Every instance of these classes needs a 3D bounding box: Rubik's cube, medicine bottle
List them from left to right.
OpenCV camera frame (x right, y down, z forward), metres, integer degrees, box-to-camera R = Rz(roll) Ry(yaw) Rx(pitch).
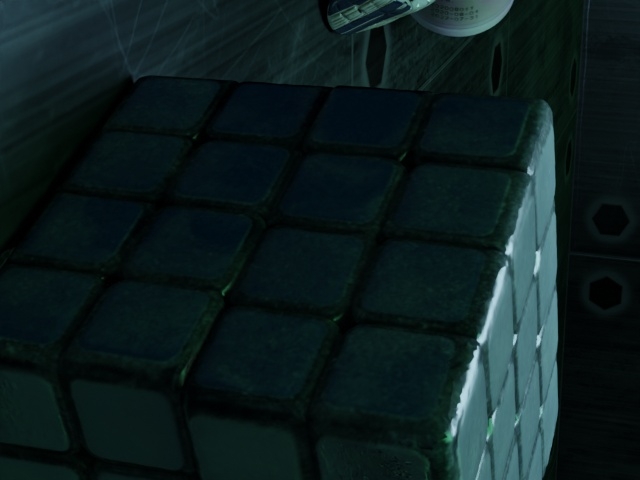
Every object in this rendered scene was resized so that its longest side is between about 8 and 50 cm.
[{"bbox_3d":[-0.018,0.112,1.060,0.344,0.337,0.343,-64,154,-45],"label":"Rubik's cube"},{"bbox_3d":[0.170,-0.371,1.758,0.254,0.152,0.152,82,19,-68],"label":"medicine bottle"}]

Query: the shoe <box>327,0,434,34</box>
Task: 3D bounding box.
[{"bbox_3d":[0.060,-0.294,1.634,0.106,0.091,0.207,66,28,-8],"label":"shoe"}]
